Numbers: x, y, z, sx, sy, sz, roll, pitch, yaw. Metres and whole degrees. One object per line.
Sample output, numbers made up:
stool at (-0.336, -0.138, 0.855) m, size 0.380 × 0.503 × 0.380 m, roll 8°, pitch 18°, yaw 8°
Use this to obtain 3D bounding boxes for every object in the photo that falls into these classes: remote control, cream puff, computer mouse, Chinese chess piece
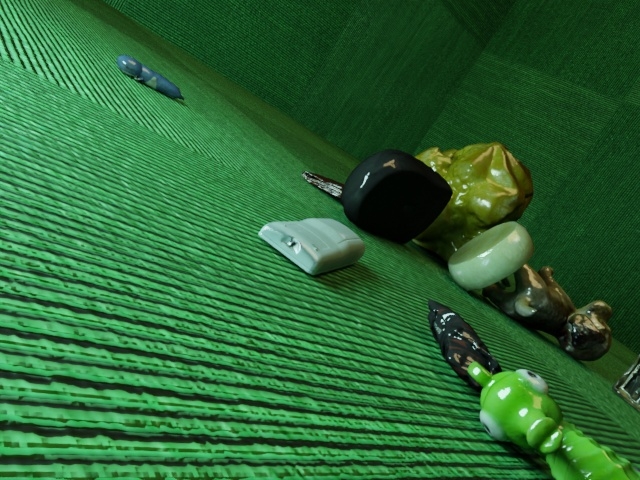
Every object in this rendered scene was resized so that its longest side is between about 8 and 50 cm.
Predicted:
remote control at (0.000, 0.000, 0.523) m, size 0.061 × 0.029 × 0.162 m, roll 34°, pitch 11°, yaw 13°
cream puff at (0.286, -0.099, 1.171) m, size 0.274 × 0.270 × 0.323 m, roll 32°, pitch 8°, yaw 20°
computer mouse at (0.113, -0.078, 0.900) m, size 0.086 × 0.137 × 0.269 m, roll 51°, pitch 19°, yaw 29°
Chinese chess piece at (0.285, 0.027, 0.930) m, size 0.058 × 0.144 × 0.144 m, roll 57°, pitch 10°, yaw -5°

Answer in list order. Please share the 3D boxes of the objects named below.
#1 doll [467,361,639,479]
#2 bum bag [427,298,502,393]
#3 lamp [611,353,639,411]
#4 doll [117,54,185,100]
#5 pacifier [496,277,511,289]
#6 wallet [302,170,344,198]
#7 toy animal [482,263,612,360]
doll at (0.160, 0.140, 0.332) m, size 0.115 × 0.050 × 0.190 m, roll 27°, pitch 14°, yaw -50°
bum bag at (0.118, 0.088, 0.465) m, size 0.058 × 0.034 × 0.124 m, roll 41°, pitch 10°, yaw -11°
lamp at (0.630, 0.281, 0.970) m, size 0.325 × 0.089 × 0.090 m, roll 26°, pitch 14°, yaw -39°
doll at (-0.263, -0.251, 0.867) m, size 0.125 × 0.027 × 0.037 m, roll 25°, pitch 14°, yaw -50°
pacifier at (0.437, 0.052, 1.353) m, size 0.127 × 0.116 × 0.150 m, roll 57°, pitch 0°, yaw -18°
wallet at (0.039, -0.091, 1.041) m, size 0.095 × 0.026 × 0.176 m, roll 32°, pitch 9°, yaw 21°
toy animal at (0.406, 0.118, 0.984) m, size 0.233 × 0.121 × 0.169 m, roll 25°, pitch 24°, yaw -25°
